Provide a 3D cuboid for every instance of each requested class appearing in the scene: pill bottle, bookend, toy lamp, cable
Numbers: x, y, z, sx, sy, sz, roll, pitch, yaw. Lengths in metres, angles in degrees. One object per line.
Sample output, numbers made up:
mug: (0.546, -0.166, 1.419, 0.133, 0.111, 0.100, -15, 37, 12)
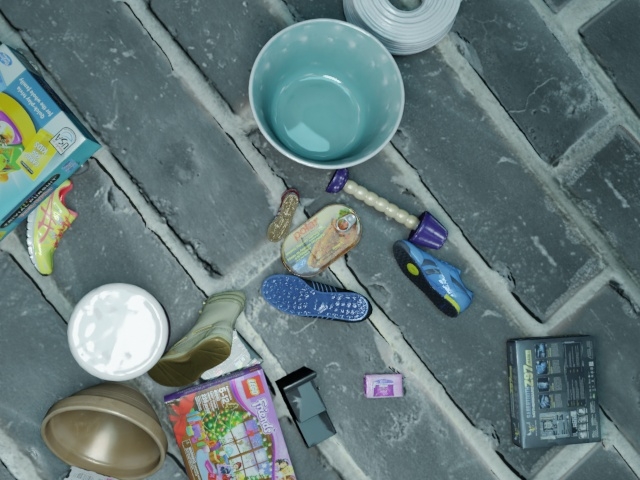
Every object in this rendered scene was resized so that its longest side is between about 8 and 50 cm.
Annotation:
pill bottle: (-0.363, 0.167, 1.461, 0.169, 0.301, 0.169, 1, 84, -9)
bookend: (-0.019, 0.340, 1.577, 0.072, 0.157, 0.156, -26, 89, -11)
toy lamp: (0.144, -0.066, 1.685, 0.274, 0.080, 0.080, 29, 81, -3)
cable: (0.179, -0.535, 1.727, 0.257, 0.089, 0.257, 27, 81, -6)

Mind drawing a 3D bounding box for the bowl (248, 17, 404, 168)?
bowl: (0.005, -0.277, 1.630, 0.311, 0.163, 0.312, 1, 80, -7)

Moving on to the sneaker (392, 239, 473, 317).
sneaker: (0.243, 0.067, 1.698, 0.209, 0.069, 0.082, 46, 65, -2)

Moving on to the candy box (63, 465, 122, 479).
candy box: (-0.414, 0.545, 1.516, 0.196, 0.070, 0.165, 18, 97, -7)

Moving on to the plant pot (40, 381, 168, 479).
plant pot: (-0.400, 0.348, 1.511, 0.237, 0.237, 0.110, 18, 42, -7)

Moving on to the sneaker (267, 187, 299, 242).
sneaker: (-0.076, -0.055, 1.669, 0.042, 0.067, 0.119, 25, 111, -9)

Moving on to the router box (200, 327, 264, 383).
router box: (-0.189, 0.253, 1.616, 0.122, 0.038, 0.092, -42, 92, -10)

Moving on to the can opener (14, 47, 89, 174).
can opener: (-0.569, -0.253, 1.597, 0.095, 0.076, 0.284, -25, 89, 21)

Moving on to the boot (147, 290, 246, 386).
boot: (-0.243, 0.194, 1.578, 0.213, 0.165, 0.077, -30, 117, 29)

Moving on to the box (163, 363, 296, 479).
box: (-0.172, 0.416, 1.571, 0.200, 0.057, 0.294, -18, 97, -11)

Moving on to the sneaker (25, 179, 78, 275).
sneaker: (-0.529, -0.034, 1.566, 0.094, 0.081, 0.209, 0, 84, -12)

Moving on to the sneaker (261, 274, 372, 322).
sneaker: (-0.006, 0.127, 1.645, 0.232, 0.090, 0.082, 14, 83, 13)

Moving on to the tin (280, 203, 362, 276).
tin: (0.000, 0.000, 1.674, 0.189, 0.040, 0.106, -36, 95, -11)

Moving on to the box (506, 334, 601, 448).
box: (0.504, 0.325, 1.715, 0.183, 0.059, 0.233, -3, 86, -10)

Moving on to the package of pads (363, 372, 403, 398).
package of pads: (0.133, 0.306, 1.668, 0.083, 0.032, 0.050, 0, 83, -10)

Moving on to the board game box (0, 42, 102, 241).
board game box: (-0.626, -0.162, 1.502, 0.336, 0.079, 0.254, -43, 81, 3)
